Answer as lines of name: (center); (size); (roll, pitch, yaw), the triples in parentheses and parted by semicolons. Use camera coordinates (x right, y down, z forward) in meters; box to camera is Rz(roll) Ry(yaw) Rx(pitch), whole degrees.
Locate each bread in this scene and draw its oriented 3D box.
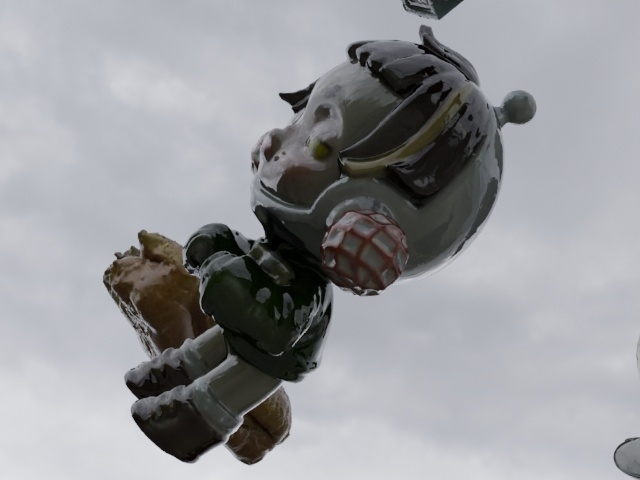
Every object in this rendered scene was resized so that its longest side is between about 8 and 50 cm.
bread: (-0.146, 0.114, 1.090); (0.109, 0.185, 0.380); (-39, -37, -14)

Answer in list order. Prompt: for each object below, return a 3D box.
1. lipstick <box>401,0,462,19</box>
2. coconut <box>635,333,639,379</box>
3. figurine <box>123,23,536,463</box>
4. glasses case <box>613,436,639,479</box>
lipstick: (0.256, -0.441, 1.276); (0.371, 0.076, 0.080); (-42, -53, -14)
coconut: (0.455, 0.088, 0.964); (0.244, 0.247, 0.245); (17, -25, 8)
figurine: (0.000, 0.000, 0.697); (0.167, 0.281, 0.370); (39, -85, -25)
glasses case: (0.546, 0.365, 1.301); (0.299, 0.060, 0.114); (34, -16, -21)
